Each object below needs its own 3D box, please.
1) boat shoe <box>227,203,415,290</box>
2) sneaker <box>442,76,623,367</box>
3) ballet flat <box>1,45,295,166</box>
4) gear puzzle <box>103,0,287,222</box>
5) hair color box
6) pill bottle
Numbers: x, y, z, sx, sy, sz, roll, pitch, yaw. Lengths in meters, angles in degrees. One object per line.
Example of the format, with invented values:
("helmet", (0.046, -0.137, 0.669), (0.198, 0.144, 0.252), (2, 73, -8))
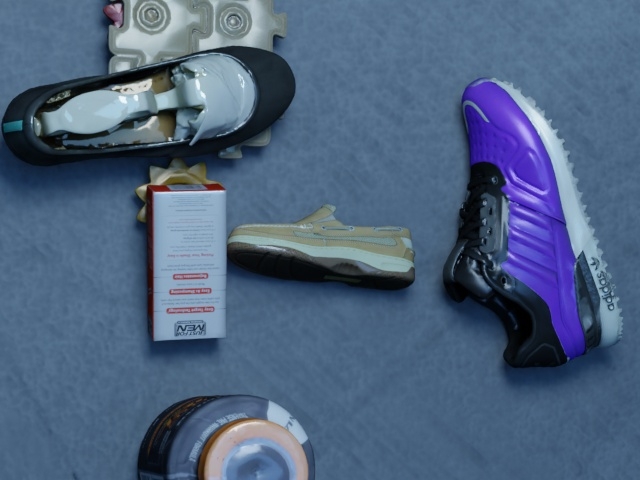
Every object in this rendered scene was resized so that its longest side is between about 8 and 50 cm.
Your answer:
("boat shoe", (0.000, 0.000, 1.626), (0.190, 0.068, 0.072), (10, 70, -23))
("sneaker", (0.178, -0.009, 1.646), (0.146, 0.102, 0.293), (-22, 90, -15))
("ballet flat", (-0.146, -0.117, 1.538), (0.280, 0.096, 0.095), (-15, 93, -16))
("gear puzzle", (-0.122, -0.161, 1.621), (0.175, 0.044, 0.339), (2, 87, -16))
("hair color box", (-0.124, 0.020, 1.578), (0.072, 0.043, 0.141), (-1, 101, -14))
("pill bottle", (-0.080, 0.199, 1.485), (0.130, 0.246, 0.130), (2, 84, -15))
